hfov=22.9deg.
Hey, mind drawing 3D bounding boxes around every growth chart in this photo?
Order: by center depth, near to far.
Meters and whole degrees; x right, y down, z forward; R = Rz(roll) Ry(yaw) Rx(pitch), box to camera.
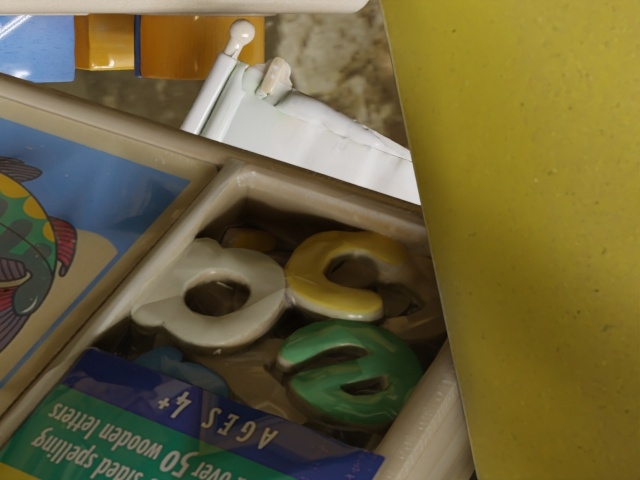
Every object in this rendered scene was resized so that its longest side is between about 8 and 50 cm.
[{"bbox_3d":[0.000,0.000,0.945,0.237,0.021,0.172,34,96,8],"label":"growth chart"}]

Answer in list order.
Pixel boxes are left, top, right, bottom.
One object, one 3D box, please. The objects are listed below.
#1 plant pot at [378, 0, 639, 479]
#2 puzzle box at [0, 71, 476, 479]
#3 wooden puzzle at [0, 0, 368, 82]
[{"bbox_3d":[0.162,-0.014,0.416,0.212,0.187,0.212,-7,86,-54],"label":"plant pot"},{"bbox_3d":[-0.179,0.040,0.428,0.272,0.408,0.052,-53,152,-39],"label":"puzzle box"},{"bbox_3d":[-0.181,-0.151,1.119,0.322,0.348,0.081,-4,96,-30],"label":"wooden puzzle"}]
